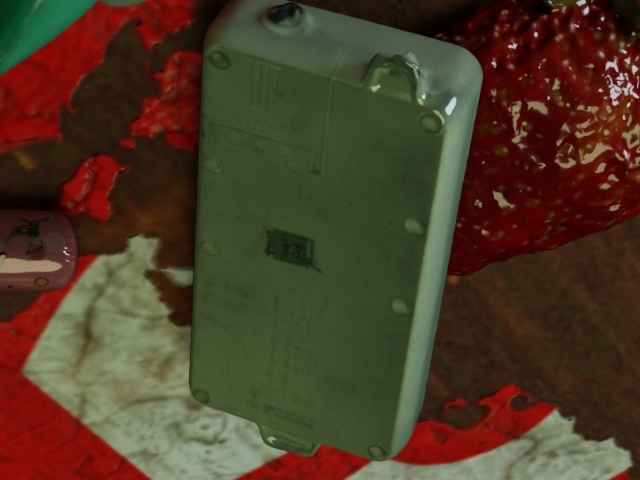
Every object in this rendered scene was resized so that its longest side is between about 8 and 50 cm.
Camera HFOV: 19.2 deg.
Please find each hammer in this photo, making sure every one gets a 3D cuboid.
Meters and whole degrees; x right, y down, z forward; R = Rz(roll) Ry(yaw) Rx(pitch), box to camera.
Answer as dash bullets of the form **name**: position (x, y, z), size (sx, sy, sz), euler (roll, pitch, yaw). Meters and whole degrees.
- **hammer**: position (-0.153, 0.003, 0.871), size (0.083, 0.043, 0.043), euler (1, 135, -13)

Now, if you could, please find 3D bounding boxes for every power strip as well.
- **power strip**: position (0.000, 0.000, 0.874), size (0.118, 0.046, 0.270), euler (18, 137, 11)

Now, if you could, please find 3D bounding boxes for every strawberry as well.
- **strawberry**: position (0.097, -0.039, 0.878), size (0.147, 0.082, 0.187), euler (22, 131, -24)

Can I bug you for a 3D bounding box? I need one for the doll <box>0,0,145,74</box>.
- **doll**: position (-0.064, -0.173, 0.655), size (0.258, 0.153, 0.195), euler (-29, 119, -8)
